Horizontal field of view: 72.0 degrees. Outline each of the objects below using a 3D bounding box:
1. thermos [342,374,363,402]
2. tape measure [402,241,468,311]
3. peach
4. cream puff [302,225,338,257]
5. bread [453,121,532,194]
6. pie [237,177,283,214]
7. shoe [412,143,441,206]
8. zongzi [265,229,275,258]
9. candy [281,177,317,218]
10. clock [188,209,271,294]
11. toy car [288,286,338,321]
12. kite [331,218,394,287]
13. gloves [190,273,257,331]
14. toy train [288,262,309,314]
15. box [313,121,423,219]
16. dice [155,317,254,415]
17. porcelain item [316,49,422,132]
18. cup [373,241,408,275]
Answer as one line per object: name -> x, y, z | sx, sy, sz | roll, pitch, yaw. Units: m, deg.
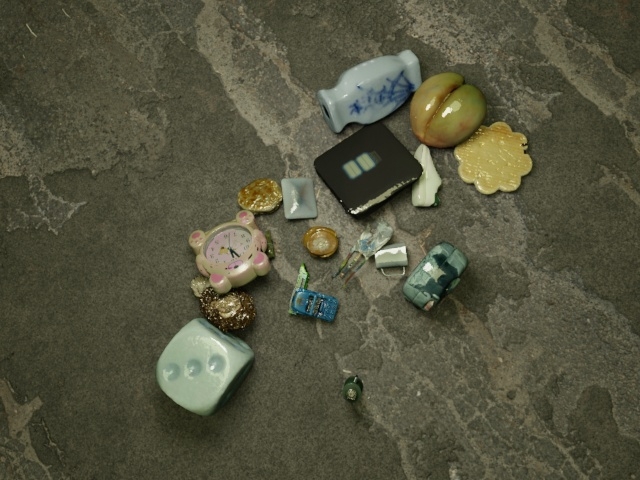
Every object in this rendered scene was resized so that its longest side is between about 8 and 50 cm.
thermos -> 0.122, 0.544, 1.608 | 0.083, 0.187, 0.073 | -37, 79, 0
tape measure -> 0.424, 0.135, 1.616 | 0.147, 0.275, 0.256 | 40, 82, 15
peach -> 0.492, -0.504, 1.733 | 0.293, 0.247, 0.291 | 4, 102, 21
cream puff -> -0.001, 0.002, 1.755 | 0.144, 0.103, 0.126 | 0, 103, -10
bread -> 0.695, -0.328, 1.775 | 0.317, 0.054, 0.315 | -1, 80, 4
pie -> -0.247, -0.182, 1.829 | 0.194, 0.079, 0.163 | 4, 75, 9
shoe -> 0.433, -0.255, 1.777 | 0.110, 0.095, 0.264 | 10, 77, -11
zongzi -> -0.262, 0.039, 1.816 | 0.154, 0.062, 0.130 | -27, 56, 16
candy -> -0.087, -0.174, 1.807 | 0.138, 0.071, 0.174 | -4, 78, -18
clock -> -0.344, 0.044, 1.710 | 0.284, 0.114, 0.309 | -24, 49, -9
toy car -> -0.019, 0.249, 1.700 | 0.191, 0.100, 0.097 | 17, 86, -12
kite -> 0.166, 0.048, 1.725 | 0.015, 0.169, 0.309 | 37, 87, -33
gloves -> -0.370, 0.238, 1.726 | 0.211, 0.135, 0.312 | -11, 49, -30
toy train -> -0.078, 0.193, 1.762 | 0.042, 0.044, 0.209 | 15, 82, 8
box -> 0.186, -0.286, 1.762 | 0.350, 0.091, 0.359 | -34, 62, -2
dice -> -0.422, 0.463, 1.637 | 0.268, 0.264, 0.262 | 34, 85, 11
porcelain item -> 0.199, -0.606, 1.778 | 0.406, 0.242, 0.178 | -28, 44, -5
cup -> 0.280, 0.078, 1.725 | 0.130, 0.095, 0.128 | -8, 82, 7
